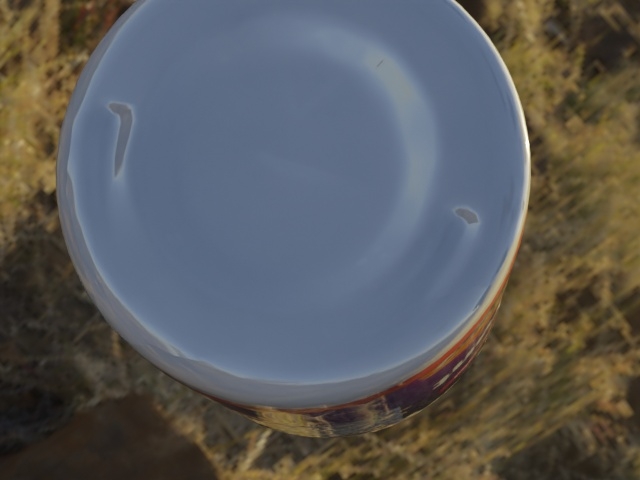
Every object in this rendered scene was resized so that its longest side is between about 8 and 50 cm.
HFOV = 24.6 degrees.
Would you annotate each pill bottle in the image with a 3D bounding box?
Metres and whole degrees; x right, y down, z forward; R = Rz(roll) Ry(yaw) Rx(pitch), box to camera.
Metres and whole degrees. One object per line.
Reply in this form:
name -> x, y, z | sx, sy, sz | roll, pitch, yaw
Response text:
pill bottle -> 0.000, 0.000, 0.413 | 0.108, 0.108, 0.193 | 56, -2, 11
